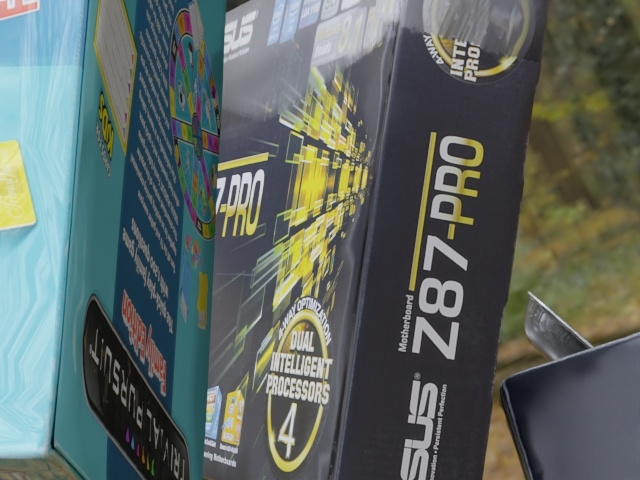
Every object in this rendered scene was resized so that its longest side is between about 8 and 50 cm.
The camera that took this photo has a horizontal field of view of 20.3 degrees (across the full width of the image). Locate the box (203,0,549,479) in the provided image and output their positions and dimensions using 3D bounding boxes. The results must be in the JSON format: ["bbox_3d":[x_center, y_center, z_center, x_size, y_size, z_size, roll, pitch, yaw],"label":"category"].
[{"bbox_3d":[0.000,0.000,1.092,0.097,0.318,0.395,12,-4,-19],"label":"box"}]

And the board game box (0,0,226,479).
[{"bbox_3d":[-0.093,-0.055,0.641,0.079,0.336,0.254,0,-21,5],"label":"board game box"}]

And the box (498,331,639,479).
[{"bbox_3d":[0.303,0.195,1.100,0.293,0.212,0.395,-19,-27,7],"label":"box"}]

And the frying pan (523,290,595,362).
[{"bbox_3d":[0.273,0.136,1.602,0.053,0.197,0.326,-49,17,4],"label":"frying pan"}]
